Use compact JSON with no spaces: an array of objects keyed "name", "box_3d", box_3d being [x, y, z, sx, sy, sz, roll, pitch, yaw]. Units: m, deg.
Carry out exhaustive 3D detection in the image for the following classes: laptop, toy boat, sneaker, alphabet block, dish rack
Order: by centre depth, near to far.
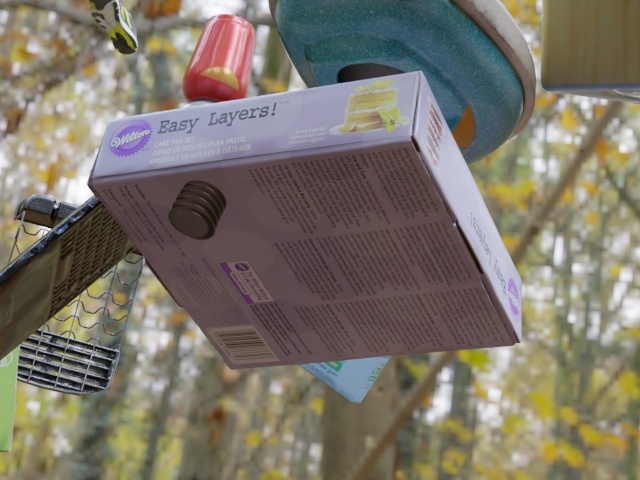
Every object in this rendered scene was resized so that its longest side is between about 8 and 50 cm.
[{"name":"laptop","box_3d":[-0.124,0.031,1.314,0.136,0.264,0.234,46,-22,6]},{"name":"alphabet block","box_3d":[0.305,-0.213,1.322,0.193,0.197,0.192,3,1,38]},{"name":"toy boat","box_3d":[0.014,-0.124,1.325,0.318,0.148,0.267,-3,-29,33]},{"name":"sneaker","box_3d":[-0.212,-0.230,1.676,0.031,0.035,0.083,-17,-57,11]},{"name":"dish rack","box_3d":[-0.355,0.078,2.293,0.208,0.271,0.074,16,-16,-7]}]

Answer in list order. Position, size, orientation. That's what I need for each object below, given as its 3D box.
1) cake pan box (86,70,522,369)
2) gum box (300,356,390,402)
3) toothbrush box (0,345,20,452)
[{"name":"cake pan box","box_3d":[0.000,0.000,1.200,0.245,0.070,0.267,-6,-38,24]},{"name":"gum box","box_3d":[0.029,0.069,1.903,0.157,0.184,0.041,34,5,19]},{"name":"toothbrush box","box_3d":[-0.476,0.143,1.666,0.283,0.122,0.206,8,-3,-32]}]
